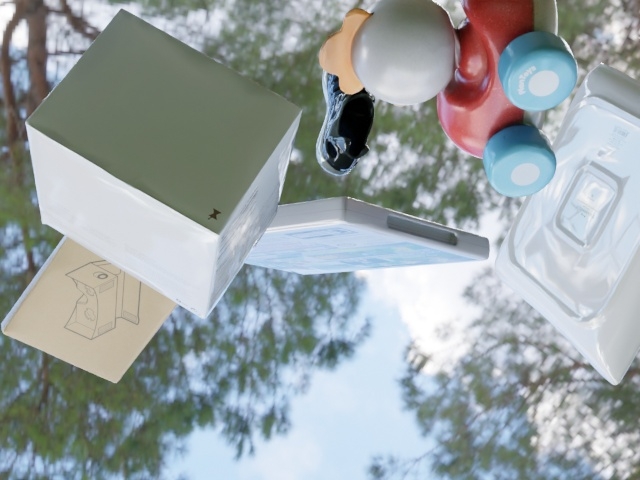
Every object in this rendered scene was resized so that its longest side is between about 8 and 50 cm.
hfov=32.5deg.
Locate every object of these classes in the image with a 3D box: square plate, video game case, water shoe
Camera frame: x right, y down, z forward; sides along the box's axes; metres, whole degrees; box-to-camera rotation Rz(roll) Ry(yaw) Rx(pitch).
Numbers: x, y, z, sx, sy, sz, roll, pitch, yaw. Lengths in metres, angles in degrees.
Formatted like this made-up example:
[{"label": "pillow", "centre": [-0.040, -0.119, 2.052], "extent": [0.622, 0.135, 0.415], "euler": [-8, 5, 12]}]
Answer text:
[{"label": "square plate", "centre": [0.365, -0.041, 1.446], "extent": [0.049, 0.344, 0.347], "euler": [17, -164, -25]}, {"label": "video game case", "centre": [0.000, 0.000, 1.415], "extent": [0.300, 0.329, 0.036], "euler": [13, -105, -48]}, {"label": "water shoe", "centre": [0.047, -0.182, 1.431], "extent": [0.073, 0.080, 0.203], "euler": [18, -116, -27]}]

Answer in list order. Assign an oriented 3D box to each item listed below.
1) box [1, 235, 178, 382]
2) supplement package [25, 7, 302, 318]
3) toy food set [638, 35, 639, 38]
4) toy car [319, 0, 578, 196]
[{"label": "box", "centre": [-0.259, 0.065, 1.314], "extent": [0.164, 0.201, 0.021], "euler": [30, -161, -29]}, {"label": "supplement package", "centre": [-0.144, -0.065, 1.019], "extent": [0.194, 0.203, 0.149], "euler": [30, -116, 4]}, {"label": "toy food set", "centre": [0.562, -0.352, 1.695], "extent": [0.192, 0.132, 0.039], "euler": [-23, -85, -59]}, {"label": "toy car", "centre": [0.115, -0.179, 1.140], "extent": [0.237, 0.210, 0.219], "euler": [-1, -137, -5]}]
